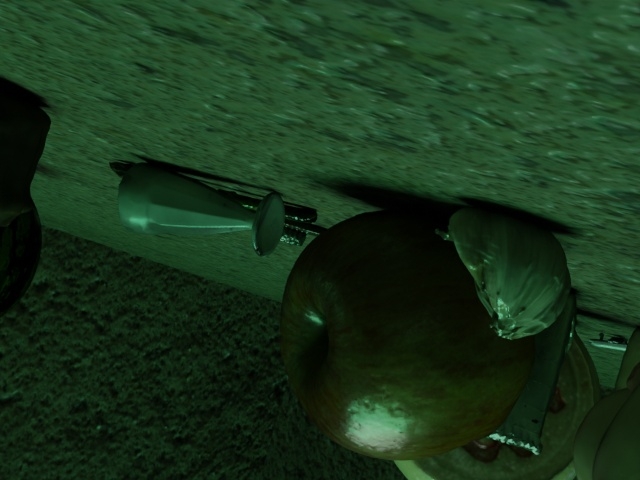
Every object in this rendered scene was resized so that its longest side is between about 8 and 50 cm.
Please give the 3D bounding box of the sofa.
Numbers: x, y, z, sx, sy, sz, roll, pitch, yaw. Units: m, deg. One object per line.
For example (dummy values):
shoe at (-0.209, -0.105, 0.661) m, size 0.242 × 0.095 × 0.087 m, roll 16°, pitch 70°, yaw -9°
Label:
sofa at (0.171, 0.124, 1.547) m, size 0.210 × 0.176 × 0.225 m, roll 15°, pitch 175°, yaw 7°

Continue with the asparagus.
asparagus at (-0.113, -0.049, 1.430) m, size 0.233 × 0.023 × 0.022 m, roll 14°, pitch 130°, yaw 14°

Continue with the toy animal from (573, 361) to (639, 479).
toy animal at (0.288, 0.174, 1.045) m, size 0.247 × 0.345 × 0.277 m, roll 7°, pitch -147°, yaw -22°

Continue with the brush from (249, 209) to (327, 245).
brush at (0.000, 0.000, 1.568) m, size 0.190 × 0.027 × 0.034 m, roll 16°, pitch 177°, yaw -13°

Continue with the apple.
apple at (0.070, 0.077, 1.169) m, size 0.188 × 0.211 × 0.211 m, roll -7°, pitch -174°, yaw -27°

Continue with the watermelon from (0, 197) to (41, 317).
watermelon at (-0.491, -0.005, 1.808) m, size 0.269 × 0.269 × 0.269 m, roll 16°, pitch 175°, yaw 1°

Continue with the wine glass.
wine glass at (-0.116, -0.027, 1.367) m, size 0.155 × 0.073 × 0.073 m, roll 14°, pitch 175°, yaw 21°

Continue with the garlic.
garlic at (0.142, 0.019, 1.046) m, size 0.113 × 0.094 × 0.074 m, roll 24°, pitch 132°, yaw -23°

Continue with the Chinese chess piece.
Chinese chess piece at (0.203, 0.195, 1.692) m, size 0.270 × 0.270 × 0.112 m, roll 15°, pitch 166°, yaw 9°

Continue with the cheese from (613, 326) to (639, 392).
cheese at (0.433, 0.261, 1.720) m, size 0.124 × 0.265 × 0.242 m, roll 12°, pitch 173°, yaw 39°

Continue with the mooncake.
mooncake at (-0.341, -0.084, 1.154) m, size 0.228 × 0.124 × 0.228 m, roll 15°, pitch 176°, yaw 1°

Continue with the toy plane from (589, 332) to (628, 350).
toy plane at (0.407, 0.143, 1.898) m, size 0.084 × 0.024 × 0.078 m, roll 21°, pitch 178°, yaw 20°
